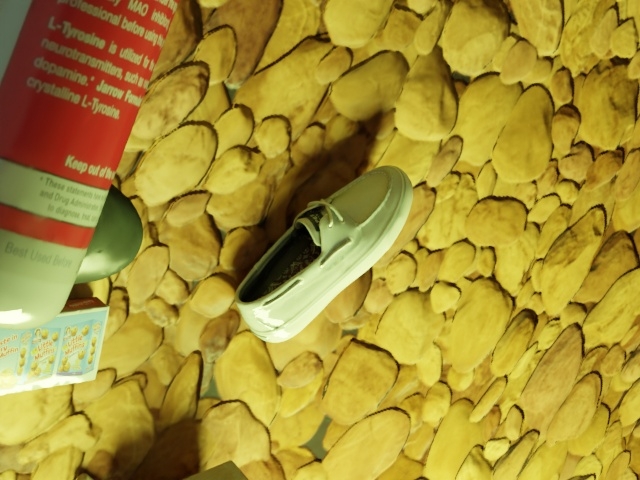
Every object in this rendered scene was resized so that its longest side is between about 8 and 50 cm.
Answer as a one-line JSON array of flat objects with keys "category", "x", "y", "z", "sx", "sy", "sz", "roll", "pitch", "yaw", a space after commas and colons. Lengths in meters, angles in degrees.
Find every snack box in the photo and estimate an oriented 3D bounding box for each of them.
[{"category": "snack box", "x": -0.235, "y": 0.082, "z": 1.458, "sx": 0.178, "sy": 0.022, "sz": 0.064, "roll": -7, "pitch": 117, "yaw": -44}]

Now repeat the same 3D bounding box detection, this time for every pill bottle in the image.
[{"category": "pill bottle", "x": -0.183, "y": -0.175, "z": 1.094, "sx": 0.229, "sy": 0.229, "sz": 0.407, "roll": 19, "pitch": 92, "yaw": -50}]

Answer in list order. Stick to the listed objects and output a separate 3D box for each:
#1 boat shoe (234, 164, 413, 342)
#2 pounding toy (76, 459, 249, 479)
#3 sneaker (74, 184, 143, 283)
[{"category": "boat shoe", "x": 0.000, "y": 0.000, "z": 1.629, "sx": 0.184, "sy": 0.066, "sz": 0.063, "roll": -42, "pitch": 139, "yaw": -5}, {"category": "pounding toy", "x": -0.125, "y": 0.246, "z": 1.633, "sx": 0.141, "sy": 0.100, "sz": 0.130, "roll": -18, "pitch": 140, "yaw": -36}, {"category": "sneaker", "x": -0.213, "y": -0.017, "z": 1.338, "sx": 0.286, "sy": 0.130, "sz": 0.109, "roll": 18, "pitch": 97, "yaw": -51}]
